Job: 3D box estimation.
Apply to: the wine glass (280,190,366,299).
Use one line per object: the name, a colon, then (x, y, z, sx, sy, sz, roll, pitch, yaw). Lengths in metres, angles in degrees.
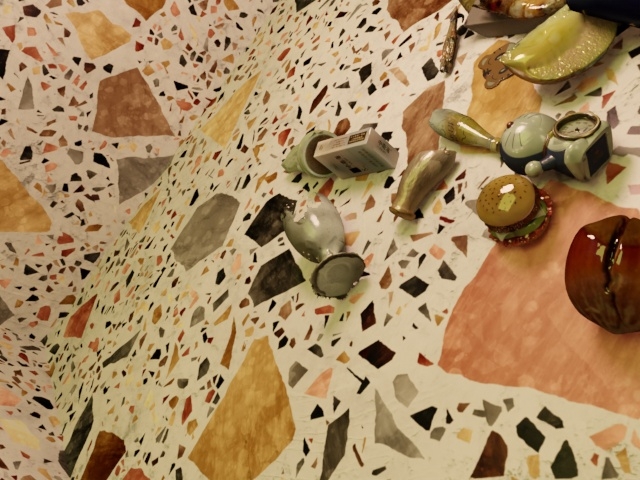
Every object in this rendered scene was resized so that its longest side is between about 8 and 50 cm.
wine glass: (0.002, 0.005, 1.775, 0.190, 0.190, 0.357, -44, 43, 17)

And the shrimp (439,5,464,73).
shrimp: (0.424, -0.649, 1.852, 0.046, 0.152, 0.219, 12, 74, 7)

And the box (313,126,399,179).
box: (0.115, -0.281, 1.886, 0.243, 0.155, 0.067, -5, 58, 45)

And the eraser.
eraser: (0.598, -0.678, 1.707, 0.353, 0.077, 0.111, 19, 80, 53)

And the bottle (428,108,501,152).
bottle: (0.414, -0.305, 1.625, 0.083, 0.083, 0.270, -52, 41, 5)

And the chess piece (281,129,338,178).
chess piece: (-0.039, -0.320, 2.121, 0.175, 0.176, 0.298, -59, 23, -4)

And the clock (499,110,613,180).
clock: (0.539, -0.221, 1.360, 0.199, 0.146, 0.243, -48, 37, -15)

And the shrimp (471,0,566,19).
shrimp: (0.593, -0.723, 1.633, 0.233, 0.071, 0.365, -46, 36, 1)

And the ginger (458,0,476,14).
ginger: (0.478, -0.824, 1.855, 0.115, 0.193, 0.122, -35, 41, 18)

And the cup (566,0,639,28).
cup: (0.752, -0.596, 1.369, 0.256, 0.255, 0.178, 31, 112, 32)

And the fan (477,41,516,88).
fan: (0.570, -0.544, 1.689, 0.227, 0.008, 0.152, -29, 44, 33)

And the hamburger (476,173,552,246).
hamburger: (0.451, -0.081, 1.362, 0.175, 0.137, 0.175, -30, 41, 29)

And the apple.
apple: (0.629, -0.481, 1.481, 0.265, 0.120, 0.193, -39, 55, 5)

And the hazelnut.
hazelnut: (0.568, 0.065, 1.081, 0.212, 0.181, 0.181, 10, 50, 41)

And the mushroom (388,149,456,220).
mushroom: (0.285, -0.172, 1.659, 0.247, 0.108, 0.096, -54, -5, -1)
